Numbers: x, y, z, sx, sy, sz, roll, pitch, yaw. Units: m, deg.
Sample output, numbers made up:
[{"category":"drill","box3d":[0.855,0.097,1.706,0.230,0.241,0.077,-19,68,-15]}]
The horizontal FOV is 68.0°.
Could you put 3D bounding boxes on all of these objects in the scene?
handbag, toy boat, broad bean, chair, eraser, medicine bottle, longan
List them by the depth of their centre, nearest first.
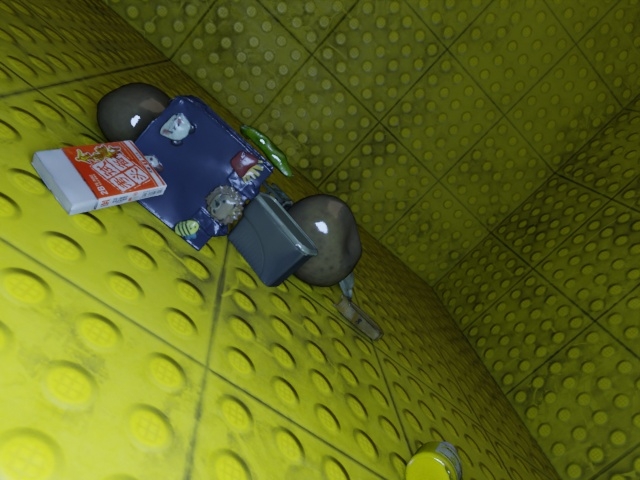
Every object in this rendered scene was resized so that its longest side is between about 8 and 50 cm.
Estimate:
[{"category":"eraser","box3d":[-0.482,-0.146,1.049,0.157,0.038,0.230,49,37,13]},{"category":"medicine bottle","box3d":[0.294,0.565,1.186,0.122,0.122,0.212,49,14,21]},{"category":"handbag","box3d":[-0.323,-0.171,1.229,0.329,0.303,0.122,43,13,-11]},{"category":"broad bean","box3d":[-0.142,-0.244,1.246,0.195,0.046,0.061,42,-9,7]},{"category":"longan","box3d":[-0.529,-0.354,1.380,0.246,0.215,0.246,13,2,0]},{"category":"longan","box3d":[0.000,0.000,1.646,0.288,0.289,0.350,-118,-163,-55]},{"category":"toy boat","box3d":[0.144,0.287,1.750,0.226,0.068,0.088,41,7,-10]},{"category":"chair","box3d":[-0.161,-0.099,1.871,0.270,0.147,0.136,45,12,13]},{"category":"handbag","box3d":[0.087,0.121,1.927,0.256,0.079,0.219,61,20,-58]}]

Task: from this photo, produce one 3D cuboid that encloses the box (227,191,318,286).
[{"category":"box","box3d":[-0.161,-0.003,1.475,0.274,0.178,0.138,48,13,20]}]
